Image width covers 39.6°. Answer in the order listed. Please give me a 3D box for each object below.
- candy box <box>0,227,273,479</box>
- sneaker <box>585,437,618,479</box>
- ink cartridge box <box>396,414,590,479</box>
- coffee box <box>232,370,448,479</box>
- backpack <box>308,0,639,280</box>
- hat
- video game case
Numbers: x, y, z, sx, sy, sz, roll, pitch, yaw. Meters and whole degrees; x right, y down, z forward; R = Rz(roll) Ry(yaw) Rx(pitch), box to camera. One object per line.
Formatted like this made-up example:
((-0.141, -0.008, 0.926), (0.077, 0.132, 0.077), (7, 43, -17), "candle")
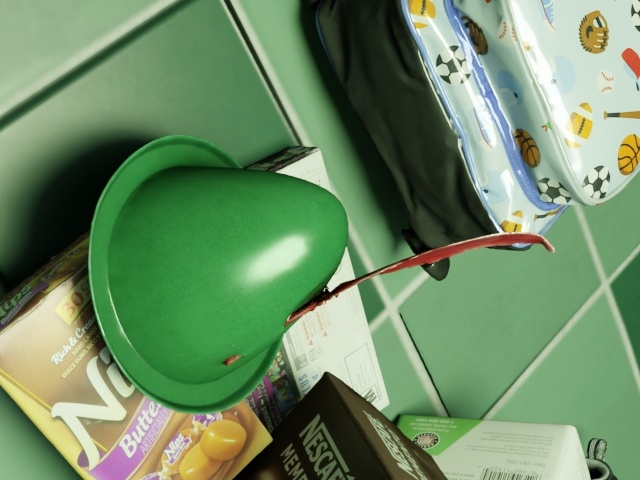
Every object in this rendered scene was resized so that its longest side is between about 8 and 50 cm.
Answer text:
((-0.123, 0.095, 0.563), (0.109, 0.053, 0.186), (-42, 118, -20), "candy box")
((0.221, 0.312, 0.889), (0.269, 0.101, 0.153), (-35, 117, -34), "sneaker")
((0.110, 0.249, 0.704), (0.219, 0.160, 0.092), (-56, 133, -44), "ink cartridge box")
((-0.034, 0.255, 0.573), (0.119, 0.168, 0.297), (41, 92, -21), "coffee box")
((0.159, -0.147, 0.694), (0.263, 0.213, 0.276), (-42, 118, -36), "backpack")
((0.000, 0.000, 0.521), (0.208, 0.184, 0.173), (-50, 121, -49), "hat")
((-0.060, 0.074, 0.662), (0.210, 0.042, 0.232), (-29, 114, -29), "video game case")
